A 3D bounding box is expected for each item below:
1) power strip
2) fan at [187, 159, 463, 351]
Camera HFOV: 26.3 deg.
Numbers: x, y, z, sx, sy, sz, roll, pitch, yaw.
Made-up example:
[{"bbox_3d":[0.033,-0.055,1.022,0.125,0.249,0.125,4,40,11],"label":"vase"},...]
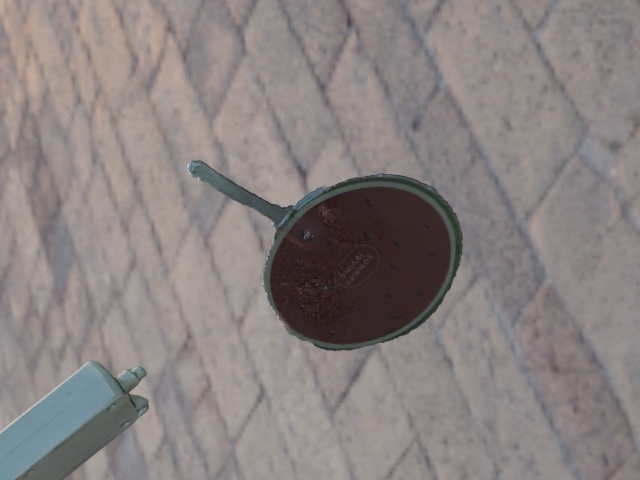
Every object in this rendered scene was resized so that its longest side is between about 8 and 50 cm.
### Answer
[{"bbox_3d":[-0.083,0.062,0.386,0.017,0.083,0.027,47,169,19],"label":"power strip"},{"bbox_3d":[0.000,0.000,0.541,0.085,0.133,0.005,-50,33,17],"label":"fan"}]
